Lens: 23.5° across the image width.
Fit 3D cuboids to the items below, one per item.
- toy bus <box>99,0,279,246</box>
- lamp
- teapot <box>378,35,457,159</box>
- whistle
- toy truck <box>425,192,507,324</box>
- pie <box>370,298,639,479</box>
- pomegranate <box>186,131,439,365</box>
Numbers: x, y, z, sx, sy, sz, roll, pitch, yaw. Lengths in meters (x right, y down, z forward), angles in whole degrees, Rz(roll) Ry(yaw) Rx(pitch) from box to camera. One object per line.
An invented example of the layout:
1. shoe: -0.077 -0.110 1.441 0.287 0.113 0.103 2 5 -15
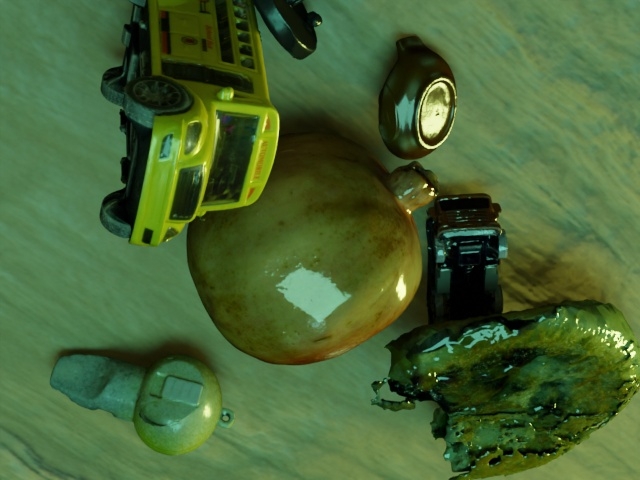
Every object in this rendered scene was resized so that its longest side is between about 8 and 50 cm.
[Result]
1. toy bus: -0.125 -0.131 1.450 0.152 0.330 0.144 7 126 -13
2. lamp: 0.055 -0.332 1.443 0.108 0.130 0.371 20 129 -36
3. teapot: 0.094 -0.149 1.616 0.098 0.078 0.129 -24 126 -39
4. whistle: -0.209 0.187 1.821 0.223 0.123 0.123 14 125 4
5. toy truck: 0.162 0.033 1.740 0.083 0.092 0.192 -4 135 -1
6. pie: 0.230 0.169 1.790 0.296 0.078 0.371 -24 145 12
7. pomegranate: 0.000 0.000 1.608 0.270 0.252 0.229 -25 105 17
